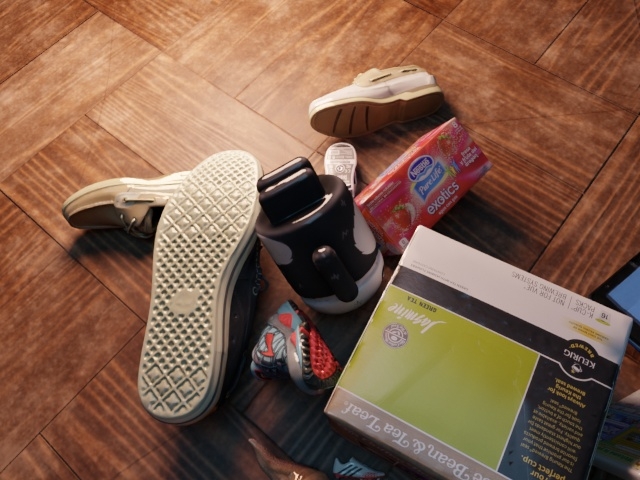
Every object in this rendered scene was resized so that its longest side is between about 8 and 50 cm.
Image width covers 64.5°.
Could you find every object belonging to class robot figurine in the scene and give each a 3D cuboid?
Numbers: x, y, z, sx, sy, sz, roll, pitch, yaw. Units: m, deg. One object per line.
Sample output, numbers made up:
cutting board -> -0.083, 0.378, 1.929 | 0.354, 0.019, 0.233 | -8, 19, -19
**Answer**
robot figurine -> 0.002, -0.002, 0.865 | 0.174, 0.278, 0.209 | -7, 36, 38

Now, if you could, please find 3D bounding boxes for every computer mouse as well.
computer mouse -> 0.043, -0.110, 1.041 | 0.106, 0.042, 0.193 | 2, 70, 10

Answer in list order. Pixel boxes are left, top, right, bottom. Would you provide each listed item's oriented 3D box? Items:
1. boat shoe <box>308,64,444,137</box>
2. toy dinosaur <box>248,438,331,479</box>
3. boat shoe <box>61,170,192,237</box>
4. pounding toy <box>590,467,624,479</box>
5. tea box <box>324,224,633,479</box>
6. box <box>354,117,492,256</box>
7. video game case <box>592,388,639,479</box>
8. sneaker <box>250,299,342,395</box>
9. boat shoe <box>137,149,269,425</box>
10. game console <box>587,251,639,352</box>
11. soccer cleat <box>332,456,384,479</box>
boat shoe -> 0.110, -0.305, 1.098 | 0.302, 0.113, 0.103 | -12, 62, -14
toy dinosaur -> 0.005, 0.415, 0.751 | 0.200, 0.127, 0.295 | -25, 53, -16
boat shoe -> -0.356, -0.060, 1.007 | 0.302, 0.109, 0.098 | -10, 63, -8
pounding toy -> 0.405, 0.361, 0.675 | 0.155, 0.269, 0.154 | 20, 111, 12
tea box -> 0.223, 0.212, 0.774 | 0.329, 0.220, 0.323 | 26, 68, 15
box -> 0.178, -0.096, 0.956 | 0.257, 0.128, 0.122 | -43, 97, -15
video game case -> 0.472, 0.275, 0.735 | 0.193, 0.212, 0.023 | -24, 83, -8
sneaker -> -0.049, 0.194, 0.812 | 0.125, 0.262, 0.104 | -42, 103, -2
boat shoe -> -0.194, 0.068, 0.903 | 0.187, 0.156, 0.500 | 1, 67, 11
game console -> 0.641, 0.091, 0.808 | 0.293, 0.250, 0.173 | -30, 92, -25
soccer cleat -> 0.061, 0.367, 0.815 | 0.083, 0.029, 0.035 | -1, 68, 8
